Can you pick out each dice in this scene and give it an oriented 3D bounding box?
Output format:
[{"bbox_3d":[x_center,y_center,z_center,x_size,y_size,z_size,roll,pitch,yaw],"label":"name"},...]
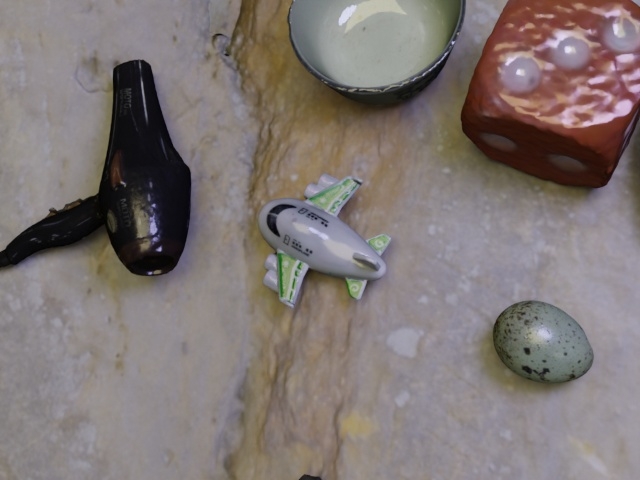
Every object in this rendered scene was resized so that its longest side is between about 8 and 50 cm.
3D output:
[{"bbox_3d":[0.269,-0.166,0.944,0.179,0.175,0.174,26,82,14],"label":"dice"}]

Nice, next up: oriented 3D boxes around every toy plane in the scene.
[{"bbox_3d":[0.000,0.001,1.008,0.173,0.080,0.174,-4,74,13],"label":"toy plane"}]

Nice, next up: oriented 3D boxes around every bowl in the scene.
[{"bbox_3d":[0.074,-0.255,1.040,0.211,0.112,0.212,-3,74,12],"label":"bowl"}]

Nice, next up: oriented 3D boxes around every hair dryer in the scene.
[{"bbox_3d":[-0.332,-0.055,1.097,0.359,0.120,0.304,-23,63,15],"label":"hair dryer"}]

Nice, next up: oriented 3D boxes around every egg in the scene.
[{"bbox_3d":[0.241,0.111,0.923,0.110,0.085,0.085,18,80,9],"label":"egg"}]

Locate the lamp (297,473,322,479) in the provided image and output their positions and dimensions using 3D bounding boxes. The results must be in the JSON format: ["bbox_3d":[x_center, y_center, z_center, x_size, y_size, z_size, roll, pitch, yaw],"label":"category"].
[{"bbox_3d":[-0.038,0.376,0.908,0.101,0.101,0.250,14,75,15],"label":"lamp"}]
